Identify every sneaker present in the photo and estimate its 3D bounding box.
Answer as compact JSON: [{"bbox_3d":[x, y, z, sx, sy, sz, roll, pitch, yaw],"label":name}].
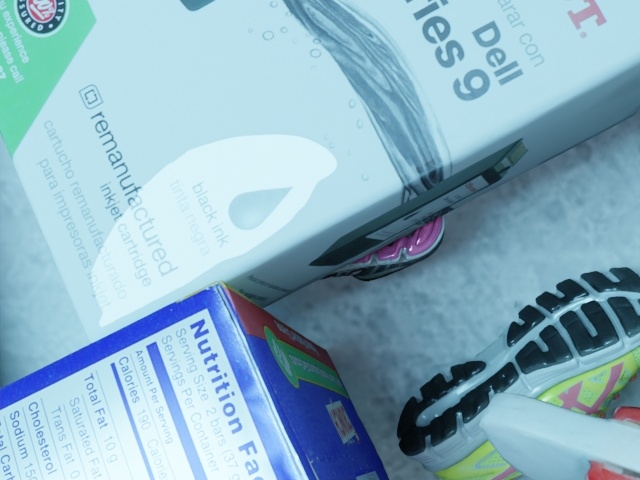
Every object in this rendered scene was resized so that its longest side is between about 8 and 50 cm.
[{"bbox_3d":[0.000,0.000,0.539,0.170,0.075,0.063,-8,79,21],"label":"sneaker"},{"bbox_3d":[0.157,0.098,0.569,0.208,0.081,0.094,-35,111,13],"label":"sneaker"}]

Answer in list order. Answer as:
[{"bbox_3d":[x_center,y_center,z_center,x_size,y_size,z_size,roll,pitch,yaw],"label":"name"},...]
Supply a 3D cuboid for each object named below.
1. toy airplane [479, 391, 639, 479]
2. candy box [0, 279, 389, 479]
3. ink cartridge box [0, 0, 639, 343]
[{"bbox_3d":[0.205,0.205,0.470,0.386,0.272,0.385,-4,86,-29],"label":"toy airplane"},{"bbox_3d":[-0.132,0.159,0.454,0.317,0.268,0.122,-26,73,2],"label":"candy box"},{"bbox_3d":[-0.009,-0.101,0.442,0.289,0.121,0.211,-28,78,7],"label":"ink cartridge box"}]
